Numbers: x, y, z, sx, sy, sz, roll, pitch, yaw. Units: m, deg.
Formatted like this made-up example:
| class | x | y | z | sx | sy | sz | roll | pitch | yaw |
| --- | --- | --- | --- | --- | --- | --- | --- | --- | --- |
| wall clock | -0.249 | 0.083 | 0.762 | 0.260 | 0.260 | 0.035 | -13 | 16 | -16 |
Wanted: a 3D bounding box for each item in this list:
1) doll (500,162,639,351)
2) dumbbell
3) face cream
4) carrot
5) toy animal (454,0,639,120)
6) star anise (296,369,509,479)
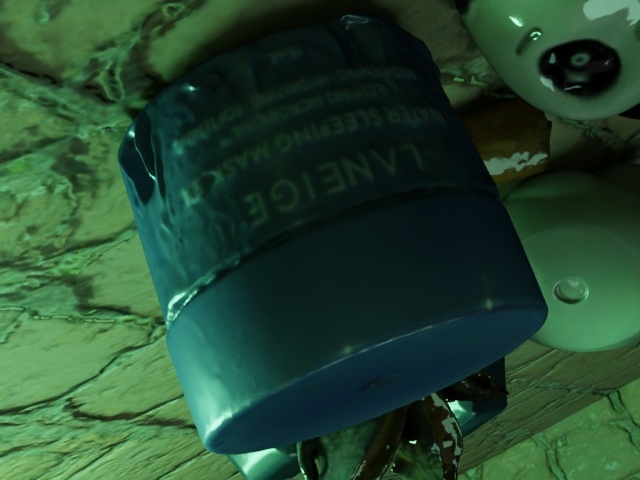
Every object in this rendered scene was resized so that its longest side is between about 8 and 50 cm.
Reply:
| class | x | y | z | sx | sy | sz | roll | pitch | yaw |
| --- | --- | --- | --- | --- | --- | --- | --- | --- | --- |
| doll | 0.294 | 0.001 | 1.261 | 0.251 | 0.221 | 0.221 | -9 | 167 | 23 |
| dumbbell | 0.043 | 0.150 | 1.206 | 0.324 | 0.160 | 0.144 | -4 | 180 | -37 |
| face cream | 0.000 | 0.000 | 0.798 | 0.249 | 0.225 | 0.249 | -21 | 162 | -7 |
| carrot | 0.096 | -0.063 | 0.992 | 0.205 | 0.072 | 0.072 | -18 | 159 | -5 |
| toy animal | 0.187 | -0.163 | 0.699 | 0.235 | 0.165 | 0.187 | 0 | 135 | -50 |
| star anise | 0.052 | 0.098 | 1.057 | 0.331 | 0.332 | 0.117 | -5 | -178 | -44 |
